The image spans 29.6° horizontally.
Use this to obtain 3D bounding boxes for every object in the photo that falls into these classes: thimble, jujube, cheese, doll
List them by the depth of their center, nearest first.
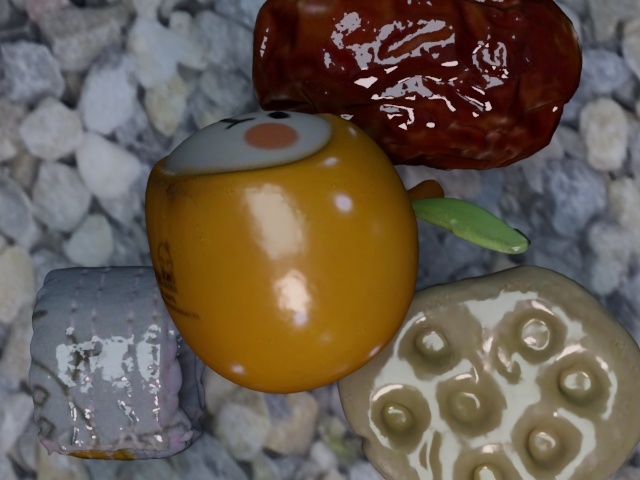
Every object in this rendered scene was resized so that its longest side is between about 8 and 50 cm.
[{"bbox_3d":[0.000,0.000,0.862,0.236,0.213,0.213,-14,80,-20],"label":"doll"},{"bbox_3d":[0.131,0.126,0.928,0.235,0.117,0.218,9,85,7],"label":"cheese"},{"bbox_3d":[0.074,-0.138,0.942,0.250,0.174,0.174,8,82,4],"label":"jujube"},{"bbox_3d":[-0.153,0.095,0.943,0.118,0.127,0.151,-2,86,4],"label":"thimble"}]
